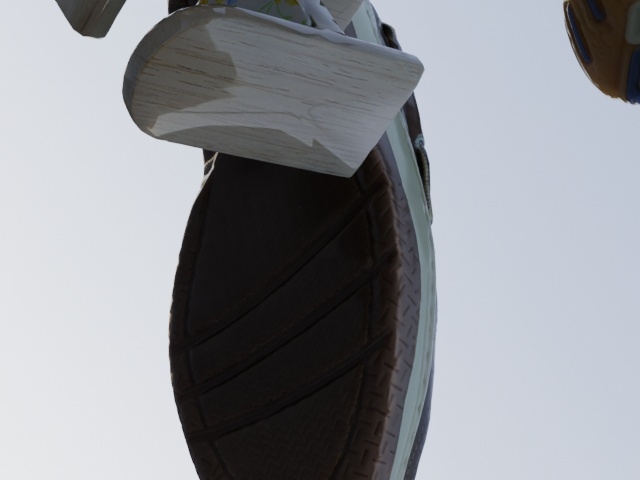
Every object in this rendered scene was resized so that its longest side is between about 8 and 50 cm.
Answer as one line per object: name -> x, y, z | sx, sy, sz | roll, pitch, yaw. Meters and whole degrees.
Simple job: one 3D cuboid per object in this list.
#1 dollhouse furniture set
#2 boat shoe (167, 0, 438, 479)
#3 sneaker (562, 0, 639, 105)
dollhouse furniture set -> -0.040, -0.176, 0.473 | 0.242, 0.161, 0.212 | -55, -132, 26
boat shoe -> 0.007, -0.003, 0.605 | 0.095, 0.095, 0.257 | -17, -124, 23
sneaker -> 0.257, -0.139, 0.772 | 0.296, 0.131, 0.112 | -5, -77, 42
